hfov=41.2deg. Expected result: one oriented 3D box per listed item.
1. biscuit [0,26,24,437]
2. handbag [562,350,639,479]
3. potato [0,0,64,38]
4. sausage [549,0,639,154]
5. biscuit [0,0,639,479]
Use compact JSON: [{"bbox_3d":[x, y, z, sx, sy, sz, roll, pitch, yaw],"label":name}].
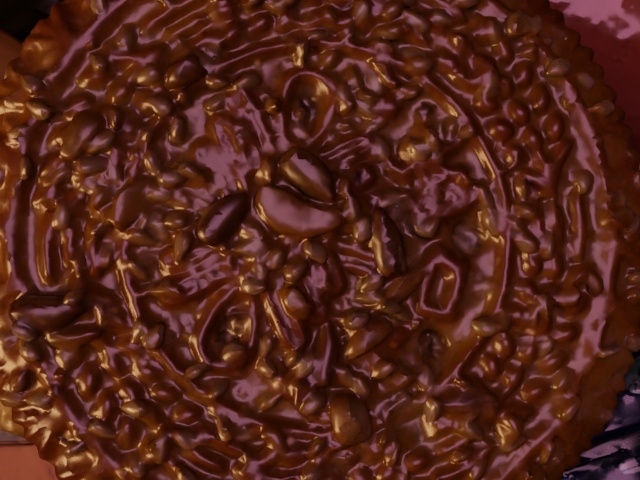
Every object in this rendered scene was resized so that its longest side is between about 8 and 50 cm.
[{"bbox_3d":[-0.213,-0.017,0.436,0.274,0.091,0.213,19,118,8],"label":"biscuit"},{"bbox_3d":[0.170,0.120,0.435,0.260,0.113,0.161,-17,85,-1],"label":"handbag"},{"bbox_3d":[-0.229,-0.205,0.458,0.251,0.174,0.159,39,76,-10],"label":"potato"},{"bbox_3d":[0.104,-0.135,0.459,0.255,0.148,0.148,32,83,4],"label":"sausage"},{"bbox_3d":[0.000,0.000,0.365,0.306,0.038,0.305,0,88,-5],"label":"biscuit"}]
